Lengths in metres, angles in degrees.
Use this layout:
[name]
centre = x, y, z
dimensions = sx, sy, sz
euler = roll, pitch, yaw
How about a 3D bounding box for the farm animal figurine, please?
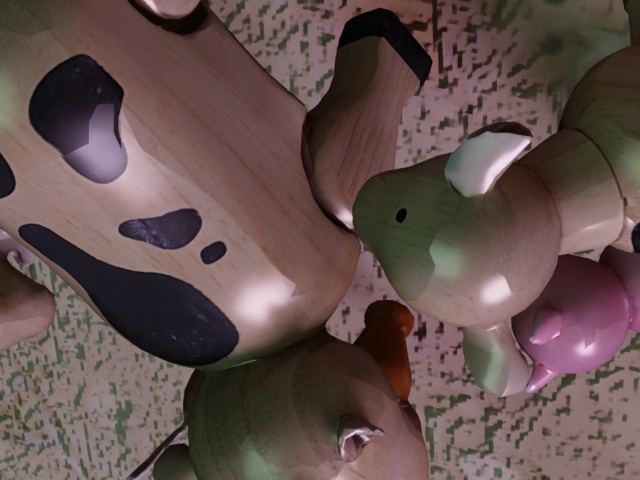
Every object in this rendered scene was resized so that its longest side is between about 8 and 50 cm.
[farm animal figurine]
centre = 0.000, 0.000, 0.581
dimensions = 0.327, 0.172, 0.330
euler = 34, 137, -15
